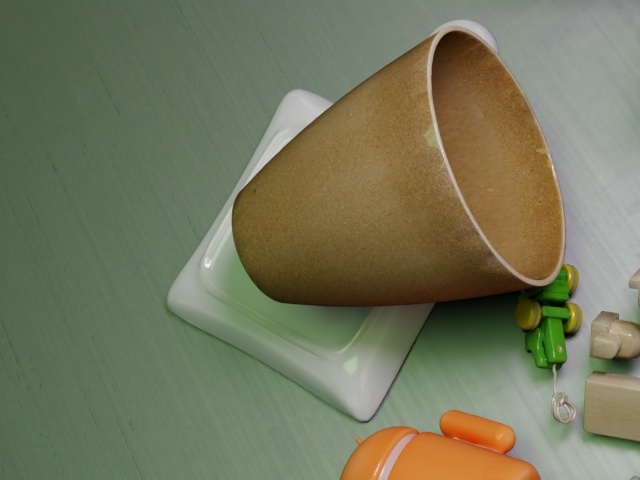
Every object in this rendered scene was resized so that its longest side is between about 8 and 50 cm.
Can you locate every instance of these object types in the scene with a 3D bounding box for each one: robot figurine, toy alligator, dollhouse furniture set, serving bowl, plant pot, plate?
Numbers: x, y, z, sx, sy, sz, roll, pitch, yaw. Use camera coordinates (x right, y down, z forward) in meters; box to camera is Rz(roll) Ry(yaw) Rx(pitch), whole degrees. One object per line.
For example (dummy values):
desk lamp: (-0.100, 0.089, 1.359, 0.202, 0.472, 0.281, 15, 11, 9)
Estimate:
robot figurine: (0.109, 0.235, 1.226, 0.219, 0.128, 0.158, 13, 99, 27)
toy alligator: (0.204, 0.079, 1.283, 0.051, 0.056, 0.189, 144, 129, -59)
dollhouse furniture set: (0.321, 0.089, 1.236, 0.144, 0.123, 0.151, 7, 110, 27)
serving bowl: (0.137, -0.190, 1.420, 0.083, 0.027, 0.083, -8, 70, 22)
plant pot: (0.055, -0.036, 1.261, 0.254, 0.237, 0.237, -21, 64, 30)
plate: (0.000, 0.000, 1.407, 0.277, 0.045, 0.278, 27, 84, 31)

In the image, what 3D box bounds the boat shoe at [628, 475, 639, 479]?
boat shoe: (0.296, 0.285, 1.155, 0.083, 0.065, 0.183, -43, 61, 4)
